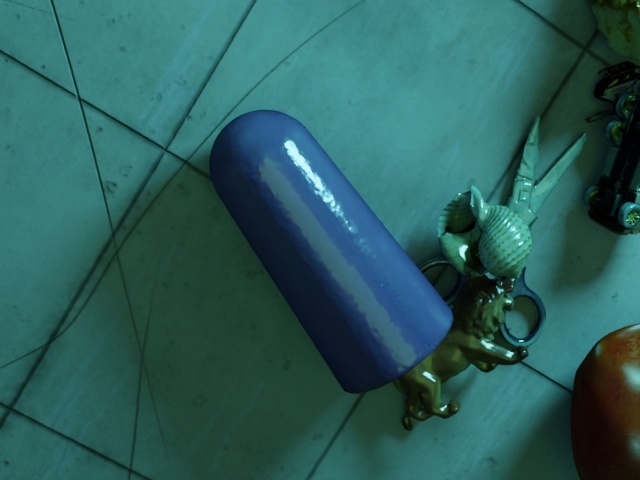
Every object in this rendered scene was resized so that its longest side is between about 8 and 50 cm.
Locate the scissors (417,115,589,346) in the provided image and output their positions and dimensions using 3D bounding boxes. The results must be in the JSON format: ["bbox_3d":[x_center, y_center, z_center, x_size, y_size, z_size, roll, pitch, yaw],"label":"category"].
[{"bbox_3d":[0.328,-0.020,1.555,0.256,0.029,0.383,24,98,-11],"label":"scissors"}]

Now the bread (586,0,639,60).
[{"bbox_3d":[0.580,-0.379,1.436,0.274,0.185,0.114,-19,112,-3],"label":"bread"}]

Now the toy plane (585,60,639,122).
[{"bbox_3d":[0.526,-0.256,1.524,0.197,0.053,0.078,-16,111,-3],"label":"toy plane"}]

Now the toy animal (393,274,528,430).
[{"bbox_3d":[0.218,0.184,1.542,0.312,0.097,0.157,-40,96,10],"label":"toy animal"}]

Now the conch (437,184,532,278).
[{"bbox_3d":[0.265,0.000,1.485,0.135,0.153,0.102,-36,147,10],"label":"conch"}]

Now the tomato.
[{"bbox_3d":[0.553,0.298,1.516,0.293,0.290,0.325,4,107,-7],"label":"tomato"}]

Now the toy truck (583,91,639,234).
[{"bbox_3d":[0.539,-0.136,1.501,0.140,0.108,0.257,3,111,-27],"label":"toy truck"}]

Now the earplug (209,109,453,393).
[{"bbox_3d":[0.000,0.000,1.436,0.215,0.215,0.456,-35,100,1],"label":"earplug"}]
